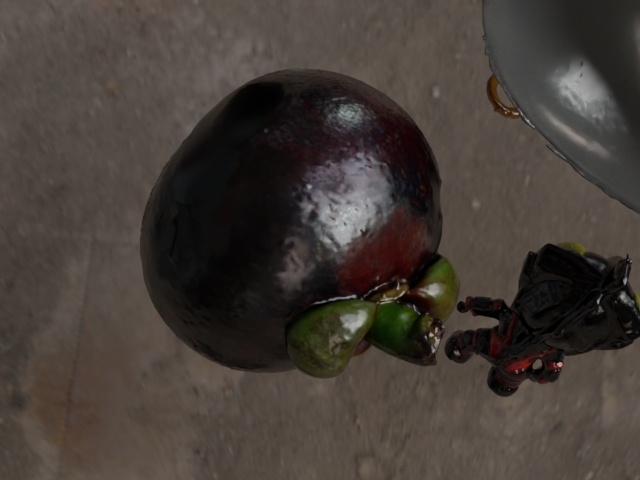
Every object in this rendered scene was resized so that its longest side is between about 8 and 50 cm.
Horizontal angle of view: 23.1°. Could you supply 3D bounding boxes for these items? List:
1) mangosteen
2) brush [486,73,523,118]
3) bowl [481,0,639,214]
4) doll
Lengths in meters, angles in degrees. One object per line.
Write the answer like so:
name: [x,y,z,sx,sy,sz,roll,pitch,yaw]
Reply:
mangosteen: [-0.004,-0.007,1.049,0.216,0.216,0.216,-1,67,2]
brush: [0.221,-0.198,1.376,0.090,0.017,0.314,44,50,-5]
bowl: [0.298,-0.143,1.095,0.345,0.345,0.157,29,70,14]
doll: [0.219,0.071,1.506,0.127,0.248,0.088,13,58,-21]
